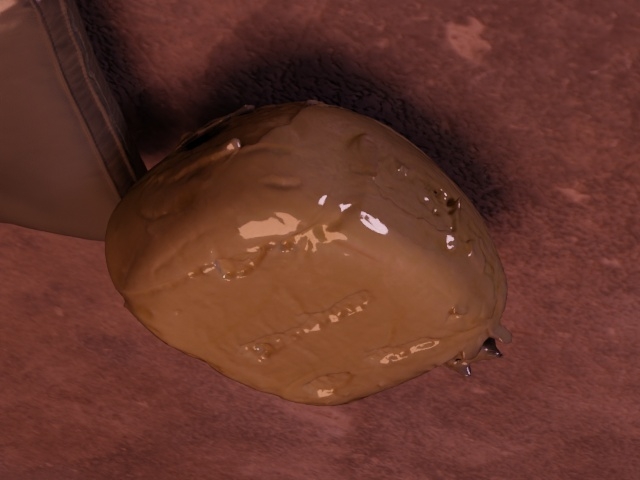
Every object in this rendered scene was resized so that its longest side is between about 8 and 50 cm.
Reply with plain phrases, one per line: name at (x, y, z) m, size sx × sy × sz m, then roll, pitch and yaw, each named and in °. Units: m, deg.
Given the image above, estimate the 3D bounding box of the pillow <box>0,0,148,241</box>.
pillow at (-0.264, -0.117, 0.997) m, size 0.255 × 0.120 × 0.322 m, roll 9°, pitch 150°, yaw 16°

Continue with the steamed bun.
steamed bun at (0.000, 0.000, 1.017) m, size 0.273 × 0.166 × 0.232 m, roll 29°, pitch 135°, yaw -28°
